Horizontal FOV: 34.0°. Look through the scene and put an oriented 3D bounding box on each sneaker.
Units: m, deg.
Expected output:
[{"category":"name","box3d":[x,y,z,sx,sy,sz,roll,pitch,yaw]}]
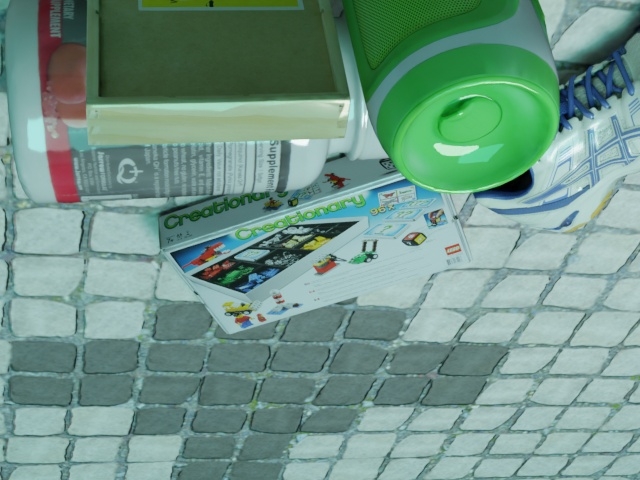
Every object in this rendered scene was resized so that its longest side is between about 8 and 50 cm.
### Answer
[{"category":"sneaker","box3d":[0.259,-0.110,1.027,0.131,0.112,0.296,10,138,-23]}]

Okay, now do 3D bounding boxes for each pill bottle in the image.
[{"category":"pill bottle","box3d":[-0.089,-0.125,0.876,0.319,0.176,0.176,-4,142,-8]}]

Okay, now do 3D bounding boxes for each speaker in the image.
[{"category":"speaker","box3d":[0.078,-0.178,0.745,0.131,0.296,0.131,-6,142,-5]}]

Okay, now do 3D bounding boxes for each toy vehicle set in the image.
[{"category":"toy vehicle set","box3d":[-0.080,-0.176,0.741,0.166,0.267,0.035,-2,141,-9]}]

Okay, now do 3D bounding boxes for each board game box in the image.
[{"category":"board game box","box3d":[0.000,0.000,1.158,0.305,0.053,0.193,-17,143,9]}]
